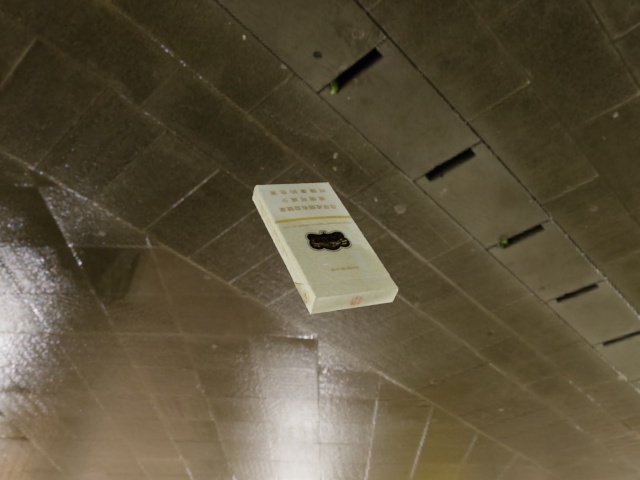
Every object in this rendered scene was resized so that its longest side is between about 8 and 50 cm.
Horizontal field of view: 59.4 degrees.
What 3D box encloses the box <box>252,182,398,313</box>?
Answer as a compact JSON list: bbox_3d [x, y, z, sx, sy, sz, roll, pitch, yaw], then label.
[{"bbox_3d":[0.000,0.000,0.561,0.089,0.167,0.024,-5,134,-27],"label":"box"}]
